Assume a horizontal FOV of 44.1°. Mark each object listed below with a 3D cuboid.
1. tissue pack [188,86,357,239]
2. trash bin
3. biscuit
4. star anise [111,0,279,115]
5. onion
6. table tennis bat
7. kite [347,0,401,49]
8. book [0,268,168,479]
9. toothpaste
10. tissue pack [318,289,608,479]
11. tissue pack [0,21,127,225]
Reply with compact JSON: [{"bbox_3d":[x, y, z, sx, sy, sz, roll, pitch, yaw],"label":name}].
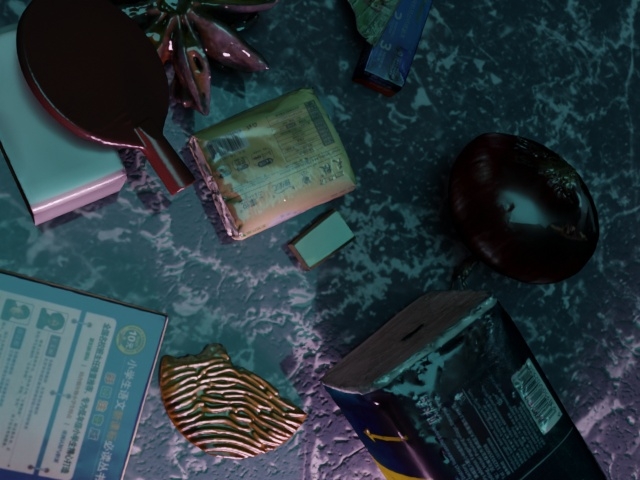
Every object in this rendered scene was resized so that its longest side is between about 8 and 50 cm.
[{"bbox_3d":[-0.072,-0.122,1.230,0.222,0.090,0.186,-26,91,-19],"label":"tissue pack"},{"bbox_3d":[0.000,0.000,1.270,0.092,0.043,0.061,-37,97,-13],"label":"trash bin"},{"bbox_3d":[-0.130,0.246,1.213,0.229,0.031,0.176,1,87,-17],"label":"biscuit"},{"bbox_3d":[-0.222,-0.337,1.189,0.332,0.117,0.331,1,81,-9],"label":"star anise"},{"bbox_3d":[0.312,-0.037,1.304,0.273,0.285,0.273,23,41,-22],"label":"onion"},{"bbox_3d":[-0.272,-0.196,1.054,0.310,0.038,0.200,56,47,-13],"label":"table tennis bat"},{"bbox_3d":[0.067,-0.469,1.299,0.268,0.013,0.322,-18,80,-3],"label":"kite"},{"bbox_3d":[-0.458,0.192,1.109,0.428,0.039,0.299,18,81,-15],"label":"book"},{"bbox_3d":[0.144,-0.405,1.334,0.076,0.066,0.320,22,79,-14],"label":"toothpaste"},{"bbox_3d":[0.231,0.310,1.204,0.264,0.253,0.416,-35,97,-18],"label":"tissue pack"},{"bbox_3d":[-0.384,-0.165,1.101,0.136,0.159,0.246,-25,93,-20],"label":"tissue pack"}]
